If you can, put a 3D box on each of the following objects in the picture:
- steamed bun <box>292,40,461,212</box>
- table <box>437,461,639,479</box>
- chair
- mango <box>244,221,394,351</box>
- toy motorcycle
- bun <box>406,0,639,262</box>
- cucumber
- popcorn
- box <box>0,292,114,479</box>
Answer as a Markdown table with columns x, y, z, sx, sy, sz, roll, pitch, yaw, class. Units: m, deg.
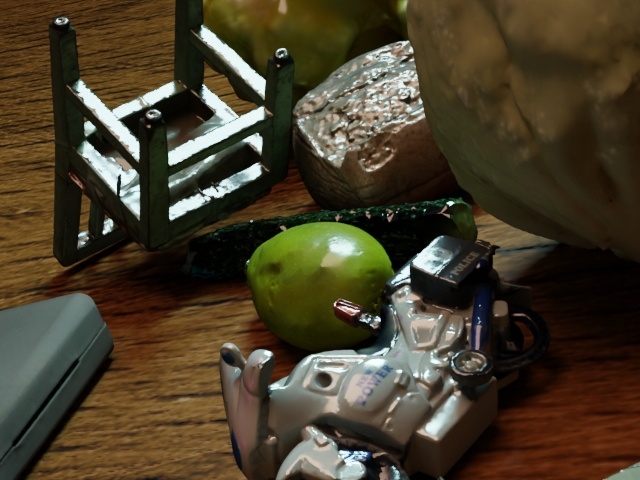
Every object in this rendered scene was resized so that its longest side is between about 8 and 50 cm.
| x | y | z | sx | sy | sz | roll | pitch | yaw | class |
| --- | --- | --- | --- | --- | --- | --- | --- | --- | --- |
| 0.049 | -0.083 | 1.420 | 0.145 | 0.106 | 0.175 | -23 | 22 | -9 | steamed bun |
| 0.153 | 0.128 | 0.826 | 0.146 | 0.062 | 0.175 | -24 | 17 | -11 | table |
| -0.118 | -0.057 | 1.441 | 0.136 | 0.270 | 0.147 | -28 | 56 | -29 | chair |
| -0.008 | 0.024 | 1.239 | 0.091 | 0.074 | 0.165 | -30 | 21 | -19 | mango |
| 0.028 | 0.077 | 1.043 | 0.150 | 0.102 | 0.221 | 20 | 43 | 31 | toy motorcycle |
| 0.211 | -0.102 | 1.114 | 0.349 | 0.227 | 0.352 | -7 | 1 | -41 | bun |
| 0.000 | -0.001 | 1.345 | 0.256 | 0.043 | 0.044 | -7 | 25 | 36 | cucumber |
| 0.023 | -0.237 | 1.652 | 0.290 | 0.321 | 0.325 | -25 | -3 | 43 | popcorn |
| -0.226 | 0.116 | 1.239 | 0.103 | 0.055 | 0.244 | -13 | 21 | 21 | box |
